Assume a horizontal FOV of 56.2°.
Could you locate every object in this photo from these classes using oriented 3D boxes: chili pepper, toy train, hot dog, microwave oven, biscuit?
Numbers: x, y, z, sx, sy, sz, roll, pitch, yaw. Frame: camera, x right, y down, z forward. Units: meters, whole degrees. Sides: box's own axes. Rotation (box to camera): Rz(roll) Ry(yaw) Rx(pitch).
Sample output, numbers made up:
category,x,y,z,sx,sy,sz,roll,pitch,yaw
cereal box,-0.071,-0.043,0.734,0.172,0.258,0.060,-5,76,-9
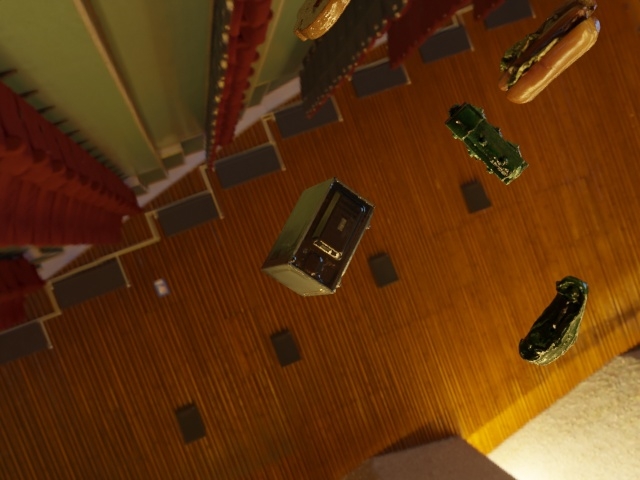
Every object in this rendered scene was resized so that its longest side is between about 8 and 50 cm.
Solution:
category,x,y,z,sx,sy,sz,roll,pitch,yaw
chili pepper,0.470,0.171,1.208,0.074,0.100,0.256,-16,137,-37
toy train,0.285,-0.167,1.030,0.071,0.170,0.111,-45,-176,18
hot dog,0.513,-0.431,1.399,0.100,0.135,0.337,3,163,-14
microwave oven,0.000,0.000,1.200,0.163,0.129,0.204,-11,-132,62
biscuit,0.041,-0.391,0.867,0.249,0.035,0.184,-50,-153,25
